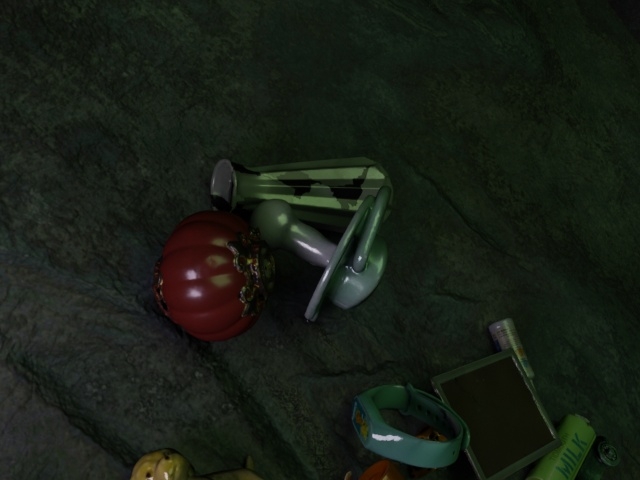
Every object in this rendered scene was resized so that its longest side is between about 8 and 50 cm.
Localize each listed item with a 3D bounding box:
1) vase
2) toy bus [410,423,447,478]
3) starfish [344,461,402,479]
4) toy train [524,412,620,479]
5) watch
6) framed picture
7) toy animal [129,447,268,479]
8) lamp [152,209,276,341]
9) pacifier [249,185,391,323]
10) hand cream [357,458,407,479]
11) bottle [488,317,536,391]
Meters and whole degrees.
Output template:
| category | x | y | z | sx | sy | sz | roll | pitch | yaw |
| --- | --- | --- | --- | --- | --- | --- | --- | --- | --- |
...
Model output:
| category | x | y | z | sx | sy | sz | roll | pitch | yaw |
| --- | --- | --- | --- | --- | --- | --- | --- | --- | --- |
| vase | -0.033 | -0.095 | 1.633 | 0.360 | 0.165 | 0.165 | 2 | 63 | -30 |
| toy bus | 0.224 | 0.387 | 1.578 | 0.074 | 0.069 | 0.162 | 52 | 46 | 3 |
| starfish | 0.100 | 0.521 | 1.430 | 0.138 | 0.050 | 0.248 | 5 | 68 | -34 |
| toy train | 0.531 | 0.478 | 1.733 | 0.157 | 0.105 | 0.253 | 41 | 47 | 10 |
| watch | 0.158 | 0.329 | 1.487 | 0.195 | 0.237 | 0.068 | 5 | 103 | -15 |
| framed picture | 0.357 | 0.351 | 1.648 | 0.293 | 0.018 | 0.231 | -9 | 67 | -45 |
| toy animal | -0.173 | 0.394 | 1.257 | 0.233 | 0.121 | 0.169 | 14 | 25 | -38 |
| lamp | -0.186 | 0.060 | 1.397 | 0.226 | 0.227 | 0.227 | 17 | 55 | -27 |
| pacifier | 0.000 | 0.000 | 1.490 | 0.269 | 0.343 | 0.288 | 29 | 82 | 2 |
| hand cream | 0.181 | 0.522 | 1.396 | 0.314 | 0.089 | 0.140 | 52 | 10 | -10 |
| bottle | 0.434 | 0.280 | 1.796 | 0.060 | 0.060 | 0.217 | -3 | 65 | -36 |
